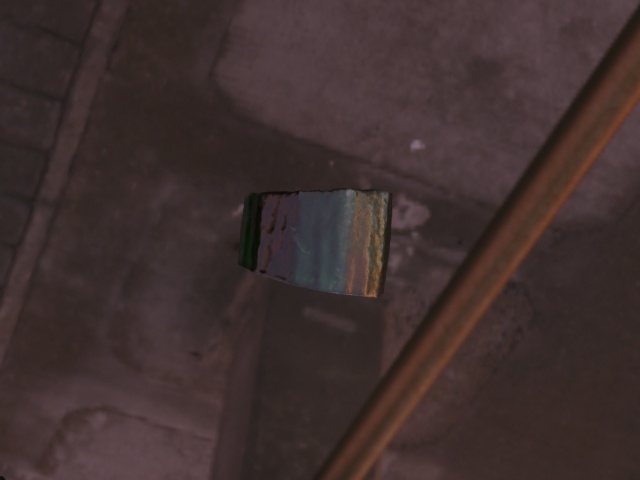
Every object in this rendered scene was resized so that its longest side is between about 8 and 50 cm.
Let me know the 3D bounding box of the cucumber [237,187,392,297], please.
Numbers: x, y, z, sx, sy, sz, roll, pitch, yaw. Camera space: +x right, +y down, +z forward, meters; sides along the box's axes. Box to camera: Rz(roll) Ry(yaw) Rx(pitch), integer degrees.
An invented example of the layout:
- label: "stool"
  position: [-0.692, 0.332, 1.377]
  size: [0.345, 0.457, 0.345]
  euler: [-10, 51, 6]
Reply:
- label: "cucumber"
  position: [-0.001, 0.000, 1.520]
  size: [0.191, 0.191, 0.130]
  euler: [4, 88, 3]

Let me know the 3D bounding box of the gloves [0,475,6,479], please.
- label: "gloves"
  position: [-0.565, 0.473, 2.033]
  size: [0.164, 0.203, 0.124]
  euler: [-3, 154, -20]
